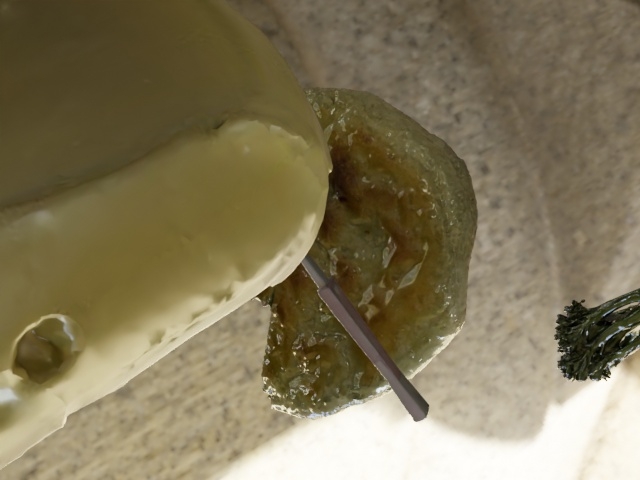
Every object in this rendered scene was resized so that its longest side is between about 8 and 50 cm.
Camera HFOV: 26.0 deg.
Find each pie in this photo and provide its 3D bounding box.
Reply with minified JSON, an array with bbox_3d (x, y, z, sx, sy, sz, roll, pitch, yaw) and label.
[{"bbox_3d":[0.000,0.000,1.318,0.338,0.075,0.337,1,92,32],"label":"pie"}]

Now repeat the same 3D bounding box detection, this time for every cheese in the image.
[{"bbox_3d":[-0.165,-0.046,0.554,0.316,0.260,0.128,36,140,43],"label":"cheese"}]

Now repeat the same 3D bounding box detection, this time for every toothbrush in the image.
[{"bbox_3d":[0.016,0.043,0.893,0.017,0.014,0.194,-23,114,27],"label":"toothbrush"}]

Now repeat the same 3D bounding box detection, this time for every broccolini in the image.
[{"bbox_3d":[0.255,0.032,1.049,0.216,0.067,0.058,-53,32,39],"label":"broccolini"}]
